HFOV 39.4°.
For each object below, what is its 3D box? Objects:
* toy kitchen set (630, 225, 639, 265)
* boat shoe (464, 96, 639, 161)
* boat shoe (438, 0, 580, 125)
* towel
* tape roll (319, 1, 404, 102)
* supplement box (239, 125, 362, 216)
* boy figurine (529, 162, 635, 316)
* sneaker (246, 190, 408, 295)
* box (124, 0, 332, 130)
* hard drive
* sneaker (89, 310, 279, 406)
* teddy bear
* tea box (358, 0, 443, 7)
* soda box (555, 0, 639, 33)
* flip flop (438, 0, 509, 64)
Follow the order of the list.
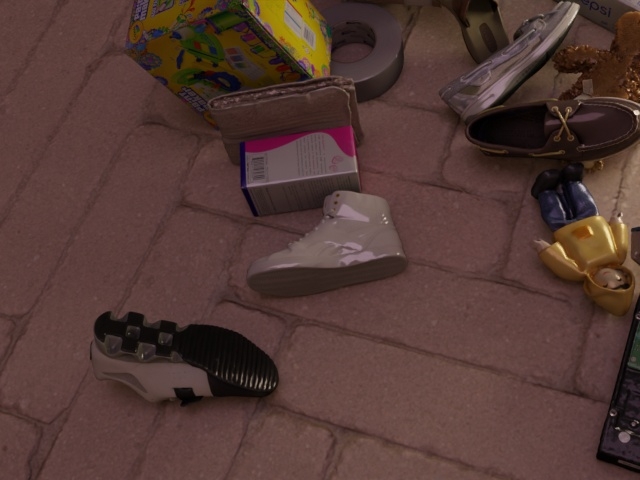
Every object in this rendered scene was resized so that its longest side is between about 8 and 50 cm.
[{"bbox_3d":[0.662,0.012,1.527,0.166,0.207,0.122,-17,48,52],"label":"toy kitchen set"},{"bbox_3d":[0.420,-0.202,1.615,0.325,0.097,0.116,2,91,38],"label":"boat shoe"},{"bbox_3d":[0.376,-0.361,1.747,0.320,0.118,0.103,-45,81,1],"label":"boat shoe"},{"bbox_3d":[-0.061,-0.228,1.736,0.282,0.187,0.049,-9,56,6],"label":"towel"},{"bbox_3d":[0.064,-0.394,1.868,0.219,0.072,0.219,-5,61,9],"label":"tape roll"},{"bbox_3d":[-0.035,-0.132,1.721,0.220,0.114,0.111,-8,60,7],"label":"supplement box"},{"bbox_3d":[0.461,0.005,1.570,0.177,0.092,0.285,-11,58,-5],"label":"boy figurine"},{"bbox_3d":[0.000,0.000,1.654,0.293,0.108,0.169,-9,59,-6],"label":"sneaker"},{"bbox_3d":[-0.172,-0.390,1.737,0.279,0.290,0.177,-13,58,28],"label":"box"},{"bbox_3d":[0.603,0.229,1.439,0.237,0.064,0.338,15,66,17],"label":"hard drive"},{"bbox_3d":[-0.241,0.227,1.573,0.331,0.146,0.122,16,37,-6],"label":"sneaker"},{"bbox_3d":[0.545,-0.274,1.712,0.245,0.113,0.338,19,74,27],"label":"teddy bear"},{"bbox_3d":[0.177,-0.711,1.840,0.220,0.329,0.323,9,51,14],"label":"tea box"},{"bbox_3d":[0.562,-0.525,1.837,0.286,0.098,0.091,38,74,26],"label":"soda box"},{"bbox_3d":[0.302,-0.463,1.763,0.112,0.277,0.080,-32,22,-3],"label":"flip flop"}]
